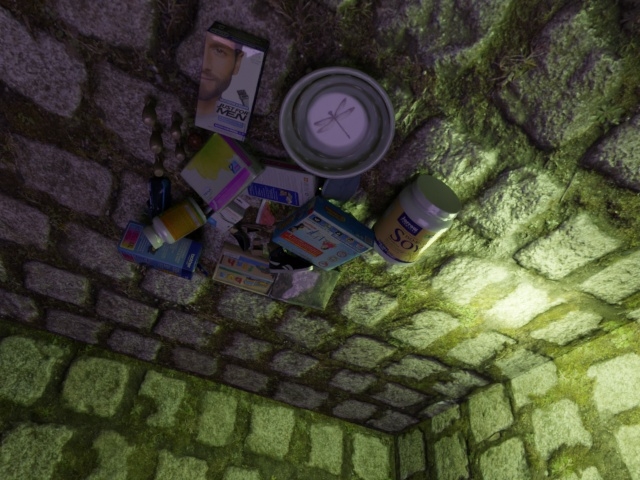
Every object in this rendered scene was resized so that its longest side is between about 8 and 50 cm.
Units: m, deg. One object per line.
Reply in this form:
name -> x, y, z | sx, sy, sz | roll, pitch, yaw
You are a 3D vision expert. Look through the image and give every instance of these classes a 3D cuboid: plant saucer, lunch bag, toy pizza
plant saucer -> 0.058, -0.412, 1.432 | 0.401, 0.100, 0.400 | 2, 128, 3
lunch bag -> -0.082, 0.182, 1.968 | 0.287, 0.169, 0.235 | 15, 112, -18
toy pizza -> 0.077, -0.217, 1.623 | 0.201, 0.032, 0.201 | -29, 143, -25

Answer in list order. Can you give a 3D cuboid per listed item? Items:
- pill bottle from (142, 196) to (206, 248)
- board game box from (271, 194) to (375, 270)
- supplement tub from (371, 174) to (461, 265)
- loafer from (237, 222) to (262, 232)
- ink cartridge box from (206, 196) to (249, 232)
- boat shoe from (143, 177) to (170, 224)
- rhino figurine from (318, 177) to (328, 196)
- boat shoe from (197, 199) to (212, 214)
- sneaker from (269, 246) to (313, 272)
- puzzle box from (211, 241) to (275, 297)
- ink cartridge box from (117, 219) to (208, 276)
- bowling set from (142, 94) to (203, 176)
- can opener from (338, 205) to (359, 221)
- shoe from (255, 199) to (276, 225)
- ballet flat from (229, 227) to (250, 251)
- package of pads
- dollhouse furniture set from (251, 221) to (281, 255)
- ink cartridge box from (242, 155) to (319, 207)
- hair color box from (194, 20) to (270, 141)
pill bottle -> -0.629, -0.071, 1.757 | 0.246, 0.136, 0.136 | -35, 136, -18
board game box -> 0.010, -0.017, 1.691 | 0.308, 0.086, 0.302 | 31, 142, -26
supplement tub -> 0.379, -0.077, 1.652 | 0.241, 0.240, 0.331 | 21, 133, -15
loafer -> -0.331, -0.055, 1.894 | 0.125, 0.039, 0.045 | -7, 135, 13
ink cartridge box -> -0.412, -0.123, 1.820 | 0.104, 0.060, 0.180 | 38, 127, -27
boat shoe -> -0.717, -0.167, 1.800 | 0.089, 0.109, 0.258 | 18, 118, -2
rhino figurine -> -0.011, -0.218, 1.668 | 0.106, 0.073, 0.243 | 23, 138, 15
boat shoe -> -0.477, -0.177, 1.769 | 0.066, 0.066, 0.183 | 36, 128, -25
sneaker -> -0.140, 0.081, 1.807 | 0.217, 0.079, 0.121 | -3, 96, 26
puzzle box -> -0.336, 0.169, 2.112 | 0.409, 0.052, 0.272 | 18, 135, -12
ink cartridge box -> -0.709, 0.064, 1.914 | 0.396, 0.151, 0.270 | 18, 161, -14
bowling set -> -0.549, -0.387, 1.539 | 0.200, 0.154, 0.286 | -3, 136, -17
can opener -> 0.109, -0.082, 1.790 | 0.074, 0.093, 0.280 | -25, 133, 29
shoe -> -0.230, -0.130, 1.796 | 0.081, 0.063, 0.178 | 14, 140, -10
ballet flat -> -0.378, -0.006, 1.919 | 0.058, 0.049, 0.173 | 7, 150, 26
package of pads -> -0.389, -0.271, 1.593 | 0.229, 0.101, 0.297 | 48, 126, -9
dollhouse furniture set -> -0.258, 0.014, 1.912 | 0.161, 0.101, 0.181 | 1, 135, 5
ink cartridge box -> -0.186, -0.238, 1.641 | 0.371, 0.069, 0.175 | 12, 137, 15
hair color box -> -0.304, -0.523, 1.377 | 0.185, 0.110, 0.338 | 17, 133, -9
